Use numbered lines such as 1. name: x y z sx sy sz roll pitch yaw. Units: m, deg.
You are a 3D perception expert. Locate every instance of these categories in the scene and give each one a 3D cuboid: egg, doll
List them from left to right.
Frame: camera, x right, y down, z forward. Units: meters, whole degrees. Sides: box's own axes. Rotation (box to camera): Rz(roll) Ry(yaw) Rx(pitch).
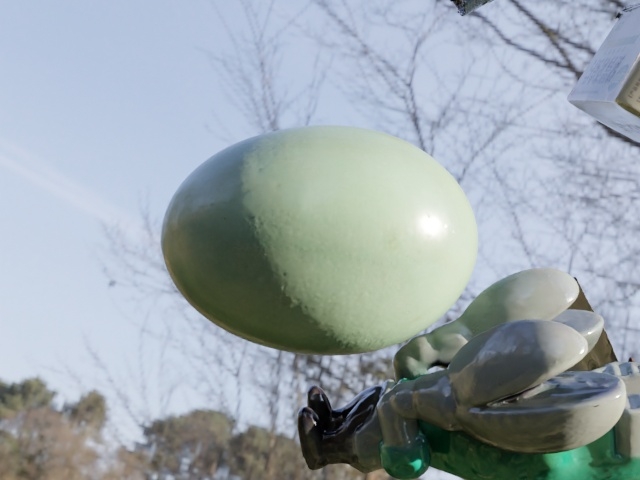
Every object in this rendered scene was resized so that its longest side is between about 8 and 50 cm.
1. egg: 0.000 0.000 0.781 0.231 0.168 0.168 0 -21 -9
2. doll: 0.119 0.108 0.736 0.258 0.153 0.195 -14 20 -14

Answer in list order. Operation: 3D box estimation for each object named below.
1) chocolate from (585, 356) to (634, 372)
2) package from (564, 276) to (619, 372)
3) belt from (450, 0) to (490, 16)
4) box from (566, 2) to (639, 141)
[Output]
1. chocolate: 0.290 0.185 1.040 0.156 0.156 0.133 -19 -84 53
2. package: 0.303 0.194 1.340 0.062 0.203 0.251 -5 -34 -30
3. belt: 0.232 -0.443 1.601 0.129 0.122 0.218 -27 -38 2
4. box: 0.489 -0.243 1.565 0.145 0.173 0.333 32 7 -3
